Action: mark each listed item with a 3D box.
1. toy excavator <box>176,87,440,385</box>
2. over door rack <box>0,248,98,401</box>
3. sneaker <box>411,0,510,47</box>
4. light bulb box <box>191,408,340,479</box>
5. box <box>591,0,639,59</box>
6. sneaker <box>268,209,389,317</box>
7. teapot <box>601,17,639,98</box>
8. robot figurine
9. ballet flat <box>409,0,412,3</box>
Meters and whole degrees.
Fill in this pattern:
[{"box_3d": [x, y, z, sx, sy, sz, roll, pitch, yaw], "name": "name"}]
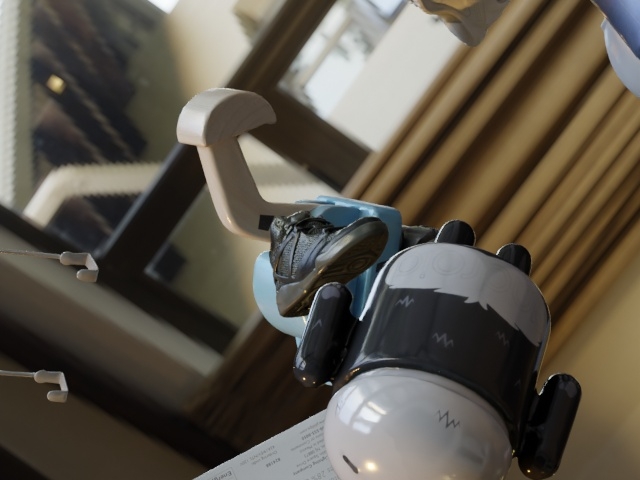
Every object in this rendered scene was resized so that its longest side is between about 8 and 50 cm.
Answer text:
[{"box_3d": [-0.022, 0.006, 2.394, 0.445, 0.433, 0.222, 4, -174, -37], "name": "toy excavator"}, {"box_3d": [-0.511, 0.095, 2.357, 0.324, 0.239, 0.108, 12, -154, -10], "name": "over door rack"}, {"box_3d": [0.170, -0.343, 2.048, 0.232, 0.115, 0.090, 24, -154, -54], "name": "sneaker"}, {"box_3d": [-0.037, 0.491, 2.217, 0.361, 0.358, 0.225, 63, -178, 31], "name": "light bulb box"}, {"box_3d": [0.350, -0.364, 1.464, 0.182, 0.294, 0.296, 1, -139, -29], "name": "box"}, {"box_3d": [0.000, 0.000, 2.026, 0.087, 0.227, 0.130, -6, -111, -32], "name": "sneaker"}, {"box_3d": [0.484, -0.326, 2.224, 0.187, 0.252, 0.256, 42, 161, 9], "name": "teapot"}, {"box_3d": [0.106, 0.117, 1.405, 0.173, 0.209, 0.278, 60, -142, -37], "name": "robot figurine"}, {"box_3d": [0.148, -0.394, 2.241, 0.116, 0.124, 0.342, 61, -161, 16], "name": "ballet flat"}]
